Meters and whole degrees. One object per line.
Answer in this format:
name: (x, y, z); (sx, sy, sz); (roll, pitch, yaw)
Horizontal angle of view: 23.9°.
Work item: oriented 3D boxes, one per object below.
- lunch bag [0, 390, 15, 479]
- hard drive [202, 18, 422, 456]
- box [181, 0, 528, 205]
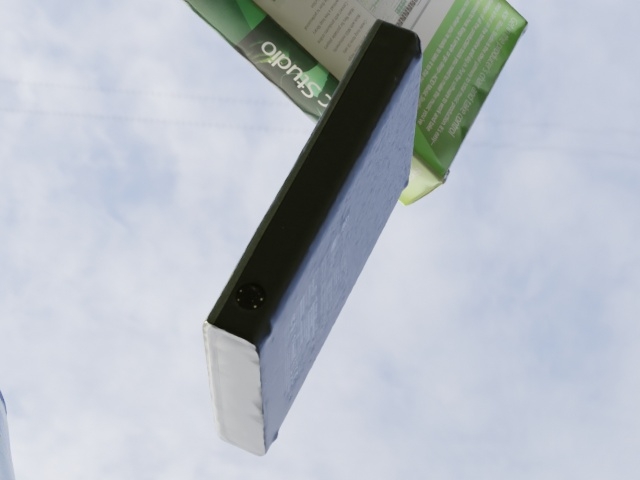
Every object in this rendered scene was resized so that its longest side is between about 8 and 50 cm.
lunch bag: (-0.207, 0.039, 0.643); (0.090, 0.176, 0.219); (-26, -64, -6)
hard drive: (0.000, 0.000, 0.540); (0.022, 0.094, 0.135); (22, -119, 12)
box: (0.011, -0.211, 1.237); (0.322, 0.058, 0.232); (41, -133, -10)
